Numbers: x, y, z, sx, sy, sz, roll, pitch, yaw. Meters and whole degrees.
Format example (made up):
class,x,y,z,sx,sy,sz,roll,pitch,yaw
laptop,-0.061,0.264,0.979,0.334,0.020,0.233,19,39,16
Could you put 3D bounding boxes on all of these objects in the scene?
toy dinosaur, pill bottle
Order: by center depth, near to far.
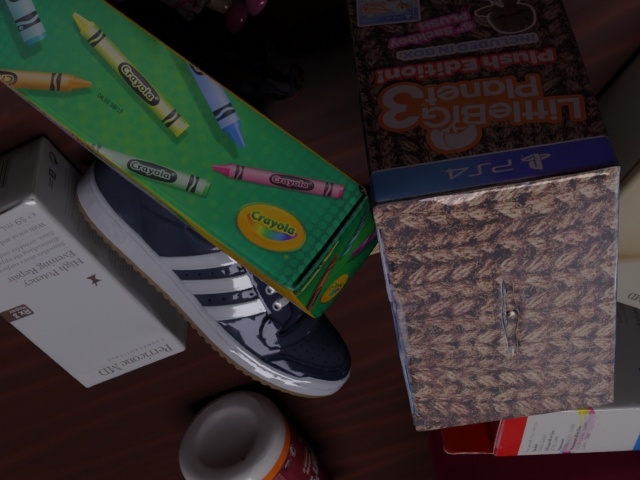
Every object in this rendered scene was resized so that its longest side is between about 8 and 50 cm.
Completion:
class,x,y,z,sx,sy,sz,roll,pitch,yaw
toy dinosaur,-0.056,-0.132,0.942,0.090,0.047,0.082,1,160,45
pill bottle,-0.053,0.268,1.292,0.121,0.121,0.221,-19,136,14

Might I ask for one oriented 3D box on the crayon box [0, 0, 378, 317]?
class,x,y,z,sx,sy,sz,roll,pitch,yaw
crayon box,-0.095,-0.065,0.807,0.081,0.278,0.165,-53,171,-4

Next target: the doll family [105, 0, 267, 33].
class,x,y,z,sx,sy,sz,roll,pitch,yaw
doll family,-0.070,-0.249,0.768,0.163,0.118,0.263,19,150,-32

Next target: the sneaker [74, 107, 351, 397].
class,x,y,z,sx,sy,sz,roll,pitch,yaw
sneaker,-0.055,0.000,0.972,0.282,0.099,0.153,41,121,-6

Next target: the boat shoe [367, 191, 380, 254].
class,x,y,z,sx,sy,sz,roll,pitch,yaw
boat shoe,0.000,0.000,1.060,0.170,0.063,0.059,-6,140,15

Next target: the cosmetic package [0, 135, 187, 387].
class,x,y,z,sx,sy,sz,roll,pitch,yaw
cosmetic package,-0.223,0.026,1.047,0.117,0.085,0.231,-22,133,18

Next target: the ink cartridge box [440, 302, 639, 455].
class,x,y,z,sx,sy,sz,roll,pitch,yaw
ink cartridge box,0.230,0.133,1.165,0.231,0.134,0.078,-2,138,-5

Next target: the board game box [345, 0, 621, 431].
class,x,y,z,sx,sy,sz,roll,pitch,yaw
board game box,0.106,-0.057,0.837,0.141,0.291,0.232,-9,137,4

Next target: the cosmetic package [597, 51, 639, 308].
class,x,y,z,sx,sy,sz,roll,pitch,yaw
cosmetic package,0.319,-0.084,0.961,0.160,0.113,0.309,17,132,-22

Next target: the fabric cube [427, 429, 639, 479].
class,x,y,z,sx,sy,sz,roll,pitch,yaw
fabric cube,0.263,0.305,1.268,0.259,0.254,0.258,-10,135,6
